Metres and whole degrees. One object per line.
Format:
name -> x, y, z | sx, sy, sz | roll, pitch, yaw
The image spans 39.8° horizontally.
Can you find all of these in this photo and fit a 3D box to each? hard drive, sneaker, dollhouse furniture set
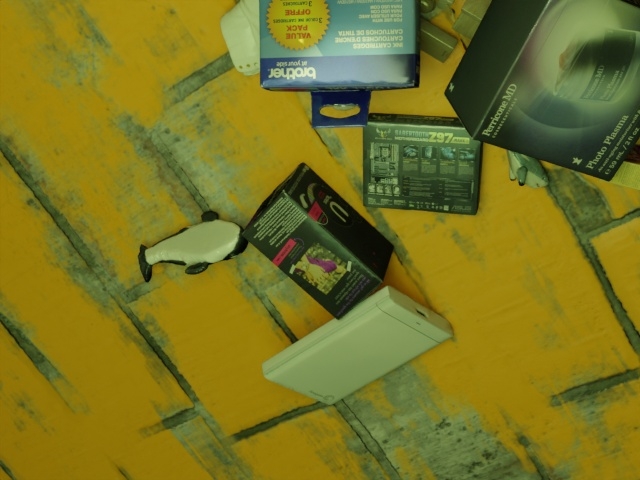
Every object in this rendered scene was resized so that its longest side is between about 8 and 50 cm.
hard drive -> 0.079, 0.236, 1.909 | 0.353, 0.047, 0.233 | -34, 137, 26
sneaker -> -0.064, -0.344, 1.691 | 0.169, 0.108, 0.293 | -30, 104, 34
dollhouse furniture set -> 0.238, -0.426, 1.605 | 0.144, 0.123, 0.151 | 30, 154, -2

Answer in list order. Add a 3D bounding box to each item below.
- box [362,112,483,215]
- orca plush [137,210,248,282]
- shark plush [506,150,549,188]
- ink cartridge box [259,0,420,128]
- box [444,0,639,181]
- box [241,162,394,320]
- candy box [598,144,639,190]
box -> 0.199, -0.151, 1.736 | 0.232, 0.059, 0.184 | 4, 117, 13
orca plush -> -0.263, 0.037, 1.929 | 0.287, 0.151, 0.102 | -25, 139, 21
shark plush -> 0.390, -0.176, 1.697 | 0.067, 0.073, 0.161 | -15, 92, 0
ink cartridge box -> 0.035, -0.392, 1.504 | 0.269, 0.151, 0.396 | 0, 99, 10
box -> 0.416, -0.291, 1.485 | 0.293, 0.183, 0.296 | 14, 122, -19
box -> 0.000, 0.000, 1.803 | 0.270, 0.165, 0.143 | 42, 118, -9
candy box -> 0.605, -0.129, 1.615 | 0.186, 0.109, 0.053 | 15, 119, 6
